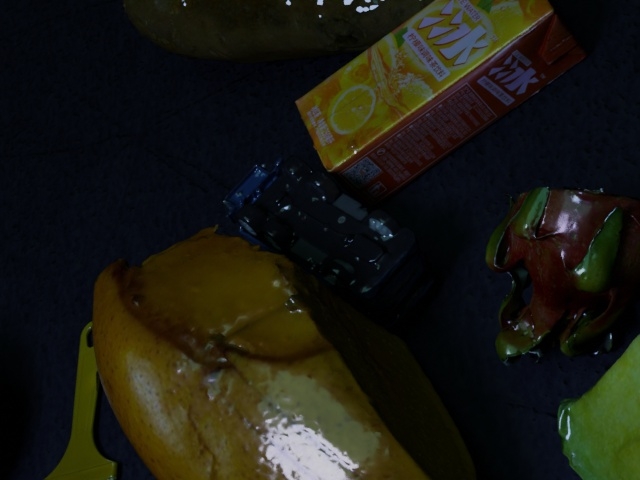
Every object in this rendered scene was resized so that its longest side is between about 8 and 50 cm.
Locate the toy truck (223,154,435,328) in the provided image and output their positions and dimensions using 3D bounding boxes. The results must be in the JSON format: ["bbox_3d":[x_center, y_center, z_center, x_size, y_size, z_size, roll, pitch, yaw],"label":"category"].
[{"bbox_3d":[0.000,0.000,1.301,0.074,0.088,0.201,-46,47,-14],"label":"toy truck"}]

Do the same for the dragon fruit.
[{"bbox_3d":[0.186,0.016,1.149,0.142,0.138,0.175,-76,4,-71],"label":"dragon fruit"}]

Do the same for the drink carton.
[{"bbox_3d":[0.096,-0.130,1.325,0.223,0.071,0.096,-35,48,12],"label":"drink carton"}]

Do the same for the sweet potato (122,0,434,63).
[{"bbox_3d":[-0.006,-0.220,1.427,0.422,0.130,0.130,0,64,29],"label":"sweet potato"}]

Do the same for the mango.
[{"bbox_3d":[-0.021,0.124,1.194,0.350,0.201,0.199,40,129,36],"label":"mango"}]

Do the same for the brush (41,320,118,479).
[{"bbox_3d":[-0.203,0.157,1.410,0.083,0.011,0.205,-18,54,28],"label":"brush"}]

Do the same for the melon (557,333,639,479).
[{"bbox_3d":[0.326,0.150,0.896,0.331,0.226,0.343,-26,65,7],"label":"melon"}]
